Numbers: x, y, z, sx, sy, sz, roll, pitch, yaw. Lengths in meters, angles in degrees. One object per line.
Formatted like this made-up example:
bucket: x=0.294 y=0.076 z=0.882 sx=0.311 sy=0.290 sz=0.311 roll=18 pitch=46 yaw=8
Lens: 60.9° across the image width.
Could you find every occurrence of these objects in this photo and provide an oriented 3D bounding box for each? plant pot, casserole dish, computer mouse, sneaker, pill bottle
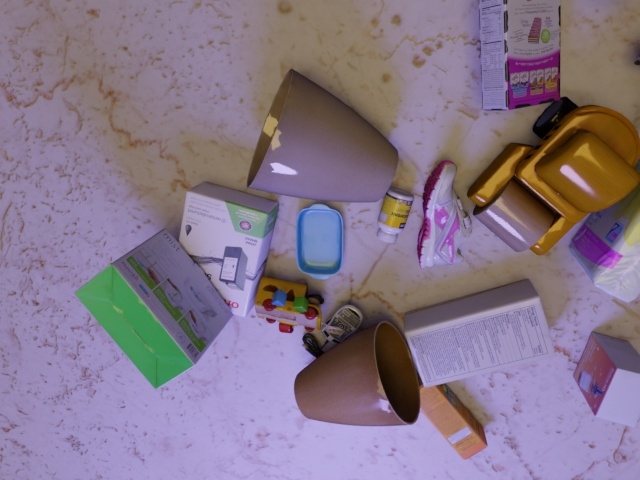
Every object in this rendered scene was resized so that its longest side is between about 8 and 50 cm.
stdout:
plant pot: x=0.017 y=-0.187 z=1.153 sx=0.274 sy=0.256 sz=0.257 roll=19 pitch=110 yaw=-14
casserole dish: x=0.000 y=0.000 z=1.305 sx=0.114 sy=0.037 sz=0.189 roll=3 pitch=107 yaw=8
plant pot: x=0.072 y=0.340 z=1.289 sx=0.254 sy=0.237 sz=0.237 roll=-22 pitch=103 yaw=24
computer mouse: x=0.040 y=0.229 z=1.370 sx=0.106 sy=0.042 sz=0.193 roll=41 pitch=114 yaw=0
sneaker: x=0.284 y=-0.055 z=1.217 sx=0.111 sy=0.103 sz=0.252 roll=4 pitch=114 yaw=3
pill bottle: x=0.167 y=-0.057 z=1.246 sx=0.065 sy=0.065 sz=0.116 roll=17 pitch=110 yaw=3

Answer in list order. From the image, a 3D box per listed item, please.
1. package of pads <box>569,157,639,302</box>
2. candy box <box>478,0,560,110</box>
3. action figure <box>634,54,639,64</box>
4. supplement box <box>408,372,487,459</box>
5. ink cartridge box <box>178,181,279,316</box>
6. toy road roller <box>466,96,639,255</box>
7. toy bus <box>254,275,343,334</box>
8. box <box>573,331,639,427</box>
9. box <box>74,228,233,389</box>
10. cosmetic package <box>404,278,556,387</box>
package of pads: x=0.639 y=-0.049 z=1.089 sx=0.101 sy=0.229 sz=0.297 roll=30 pitch=110 yaw=4
candy box: x=0.391 y=-0.382 z=1.064 sx=0.159 sy=0.071 sz=0.234 roll=-15 pitch=109 yaw=-28
action figure: x=0.758 y=-0.294 z=1.024 sx=0.330 sy=0.178 sz=0.341 roll=24 pitch=83 yaw=6
supplement box: x=0.318 y=0.434 z=1.371 sx=0.080 sy=0.078 sz=0.233 roll=-40 pitch=98 yaw=18
ink cartridge box: x=-0.230 y=0.022 z=1.305 sx=0.198 sy=0.115 sz=0.273 roll=16 pitch=110 yaw=4
toy road roller: x=0.473 y=-0.117 z=1.086 sx=0.202 sy=0.240 sz=0.329 roll=39 pitch=109 yaw=-4
toy bus: x=-0.061 y=0.150 z=1.327 sx=0.191 sy=0.104 sz=0.202 roll=-15 pitch=141 yaw=42
box: x=0.659 y=0.309 z=1.228 sx=0.091 sy=0.170 sz=0.130 roll=15 pitch=108 yaw=4
box: x=-0.343 y=0.136 z=1.178 sx=0.126 sy=0.231 sz=0.262 roll=-33 pitch=100 yaw=20
cosmetic package: x=0.366 y=0.218 z=1.277 sx=0.309 sy=0.113 sz=0.160 roll=-17 pitch=104 yaw=13
